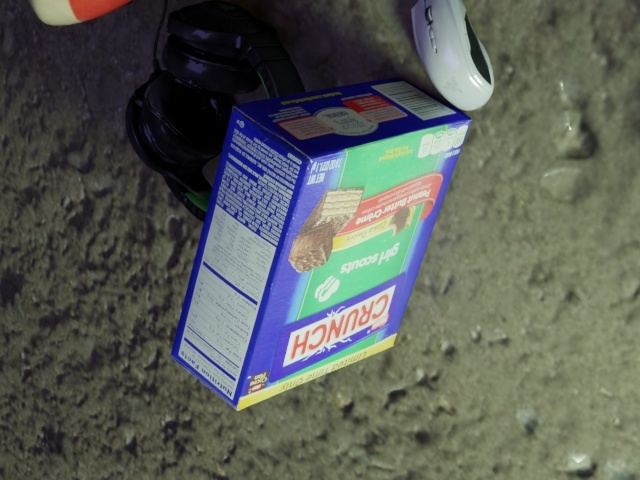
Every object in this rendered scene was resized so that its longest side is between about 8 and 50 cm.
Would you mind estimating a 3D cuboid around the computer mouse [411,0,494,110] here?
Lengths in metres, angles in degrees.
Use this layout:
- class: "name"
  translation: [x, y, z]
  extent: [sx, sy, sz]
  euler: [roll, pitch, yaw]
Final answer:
- class: "computer mouse"
  translation: [0.126, -0.228, 1.175]
  extent: [0.106, 0.042, 0.193]
  euler: [-25, 87, 42]

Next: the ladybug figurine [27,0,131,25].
- class: "ladybug figurine"
  translation: [-0.243, -0.418, 1.247]
  extent: [0.305, 0.161, 0.449]
  euler: [105, 166, -51]

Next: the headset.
- class: "headset"
  translation: [-0.172, -0.189, 1.346]
  extent: [0.394, 0.185, 0.243]
  euler: [54, 131, 24]

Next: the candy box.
- class: "candy box"
  translation: [0.000, 0.000, 1.206]
  extent: [0.122, 0.268, 0.317]
  euler: [37, 126, 30]
